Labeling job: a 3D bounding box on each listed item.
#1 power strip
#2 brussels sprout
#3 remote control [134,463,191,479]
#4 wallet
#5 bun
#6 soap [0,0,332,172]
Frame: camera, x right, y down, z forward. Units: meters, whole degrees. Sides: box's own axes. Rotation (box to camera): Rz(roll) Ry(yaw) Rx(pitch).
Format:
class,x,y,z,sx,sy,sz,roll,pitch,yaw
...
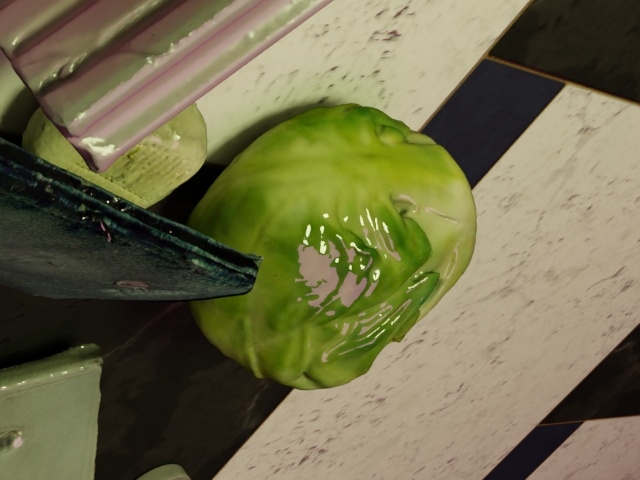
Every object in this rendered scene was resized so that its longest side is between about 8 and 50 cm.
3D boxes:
class,x,y,z,sx,sy,sz,roll,pitch,yaw
power strip,-0.265,0.171,1.143,0.198,0.064,0.213,-15,132,-36
brussels sprout,0.000,0.000,1.105,0.223,0.161,0.223,-19,125,-29
remote control,-0.212,0.302,1.469,0.245,0.022,0.077,-49,150,20
wallet,-0.189,-0.019,0.836,0.379,0.191,0.046,33,63,-63
bun,-0.128,-0.066,0.927,0.115,0.069,0.115,-10,148,-7
soap,-0.077,-0.143,0.805,0.203,0.122,0.065,-36,155,-1
